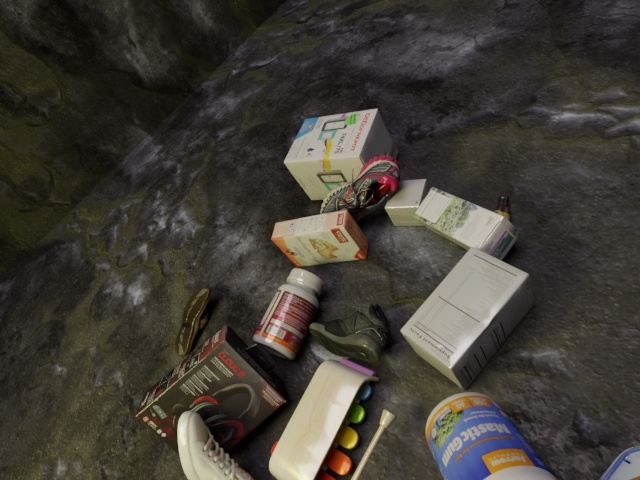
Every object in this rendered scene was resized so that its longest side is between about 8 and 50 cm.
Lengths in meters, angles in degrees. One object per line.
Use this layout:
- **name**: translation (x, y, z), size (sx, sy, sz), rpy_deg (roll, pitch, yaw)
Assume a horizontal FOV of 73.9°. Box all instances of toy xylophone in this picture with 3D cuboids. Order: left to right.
- **toy xylophone**: translation (0.026, 0.414, 0.911), size (0.236, 0.081, 0.322), rpy_deg (24, 70, 43)

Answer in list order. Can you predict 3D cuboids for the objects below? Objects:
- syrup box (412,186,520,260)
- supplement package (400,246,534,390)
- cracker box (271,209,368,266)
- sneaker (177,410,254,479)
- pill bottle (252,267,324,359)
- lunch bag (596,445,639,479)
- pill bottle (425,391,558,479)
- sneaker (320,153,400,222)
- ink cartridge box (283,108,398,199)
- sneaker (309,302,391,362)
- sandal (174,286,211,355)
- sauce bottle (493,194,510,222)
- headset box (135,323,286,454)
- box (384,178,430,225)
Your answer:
- **syrup box**: translation (0.345, -0.039, 1.028), size (0.093, 0.096, 0.237), rpy_deg (-56, 37, 4)
- **supplement package**: translation (0.311, 0.161, 0.893), size (0.244, 0.133, 0.139), rpy_deg (-47, 45, -8)
- **cracker box**: translation (0.000, 0.000, 1.209), size (0.233, 0.155, 0.067), rpy_deg (-10, 51, 27)
- **sneaker**: translation (-0.211, 0.492, 0.915), size (0.123, 0.289, 0.106), rpy_deg (-19, 3, 3)
- **pill bottle**: translation (-0.078, 0.192, 1.130), size (0.121, 0.121, 0.221), rpy_deg (8, 61, 37)
- **lunch bag**: translation (0.506, 0.448, 0.555), size (0.243, 0.115, 0.303), rpy_deg (-43, 43, -8)
- **pill bottle**: translation (0.276, 0.376, 0.657), size (0.152, 0.152, 0.272), rpy_deg (-35, 16, 4)
- **sneaker**: translation (0.100, -0.112, 1.198), size (0.299, 0.121, 0.111), rpy_deg (-46, 25, 34)
- **ink cartridge box**: translation (0.071, -0.262, 1.345), size (0.270, 0.197, 0.198), rpy_deg (2, 58, 34)
- **sneaker**: translation (0.079, 0.216, 1.042), size (0.228, 0.087, 0.130), rpy_deg (-4, 33, 48)
- **sandal**: translation (-0.388, 0.254, 1.332), size (0.090, 0.060, 0.219), rpy_deg (-1, 70, 40)
- **sauce bottle**: translation (0.446, -0.055, 1.049), size (0.042, 0.042, 0.128), rpy_deg (-2, 53, 32)
- **headset box**: translation (-0.242, 0.363, 1.015), size (0.293, 0.218, 0.110), rpy_deg (-40, 14, -2)
- **box**: translation (0.249, -0.104, 1.181), size (0.101, 0.087, 0.101), rpy_deg (1, 57, 34)
